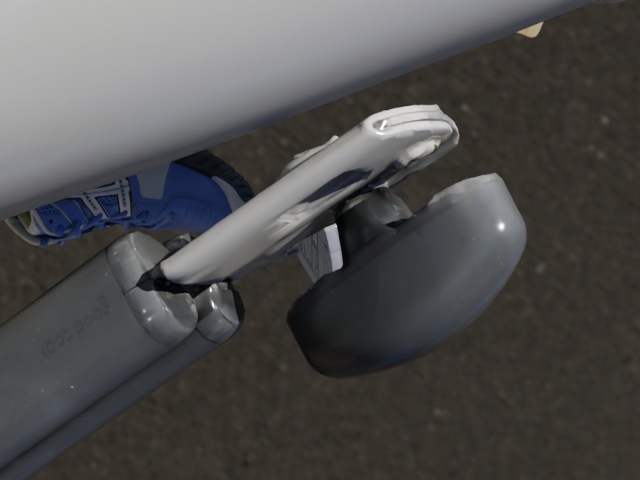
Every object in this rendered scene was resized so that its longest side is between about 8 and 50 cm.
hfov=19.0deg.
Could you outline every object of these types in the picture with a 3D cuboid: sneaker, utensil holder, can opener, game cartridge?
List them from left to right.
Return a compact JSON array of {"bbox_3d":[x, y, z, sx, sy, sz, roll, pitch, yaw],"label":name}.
[{"bbox_3d":[-0.142,-0.031,1.150,0.211,0.081,0.080,15,162,-13],"label":"sneaker"},{"bbox_3d":[-0.054,0.046,0.722,0.283,0.095,0.076,-36,164,20],"label":"can opener"},{"bbox_3d":[-0.053,-0.209,0.881,0.385,0.327,0.327,-23,138,-15],"label":"utensil holder"},{"bbox_3d":[0.000,0.000,1.136,0.017,0.056,0.083,-21,150,-12],"label":"game cartridge"}]

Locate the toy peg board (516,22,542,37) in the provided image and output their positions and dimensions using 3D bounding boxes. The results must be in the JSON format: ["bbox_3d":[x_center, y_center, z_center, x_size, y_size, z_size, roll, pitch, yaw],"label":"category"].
[{"bbox_3d":[0.103,-0.251,1.366,0.160,0.079,0.161,22,93,-21],"label":"toy peg board"}]
